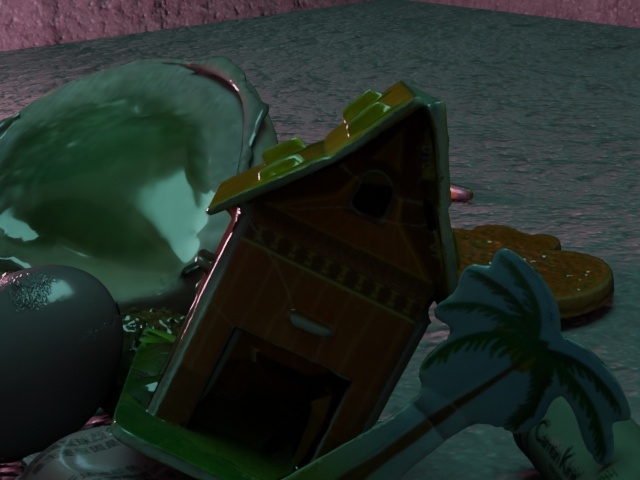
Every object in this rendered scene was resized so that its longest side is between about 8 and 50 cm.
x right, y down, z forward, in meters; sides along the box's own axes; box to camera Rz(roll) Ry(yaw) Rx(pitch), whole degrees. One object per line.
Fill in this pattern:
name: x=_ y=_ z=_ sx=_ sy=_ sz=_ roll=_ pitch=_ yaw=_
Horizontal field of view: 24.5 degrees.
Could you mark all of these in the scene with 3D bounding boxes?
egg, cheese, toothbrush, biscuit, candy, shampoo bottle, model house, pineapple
egg: x=-0.250 y=0.104 z=1.265 sx=0.198 sy=0.146 sz=0.146 roll=-40 pitch=0 yaw=26
cheese: x=-0.129 y=0.204 z=1.093 sx=0.189 sy=0.074 sz=0.286 roll=-16 pitch=25 yaw=-37
toothbrush: x=0.107 y=-0.092 z=2.151 sx=0.031 sy=0.023 sz=0.321 roll=-24 pitch=25 yaw=-37
biscuit: x=0.211 y=0.037 z=1.663 sx=0.202 sy=0.044 sz=0.288 roll=-7 pitch=15 yaw=-18
candy: x=-0.213 y=-0.041 z=1.592 sx=0.386 sy=0.186 sz=0.427 roll=-2 pitch=46 yaw=19
shampoo bottle: x=0.221 y=0.181 z=1.098 sx=0.085 sy=0.085 sz=0.262 roll=-5 pitch=17 yaw=-9
model house: x=0.057 y=0.049 z=1.153 sx=0.340 sy=0.324 sz=0.300 roll=25 pitch=9 yaw=-6
pineapple: x=-0.125 y=0.110 z=1.382 sx=0.197 sy=0.108 sz=0.108 roll=-2 pitch=13 yaw=-38

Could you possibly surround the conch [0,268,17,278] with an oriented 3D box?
conch: x=-0.334 y=0.101 z=1.389 sx=0.114 sy=0.234 sz=0.137 roll=25 pitch=26 yaw=-22
